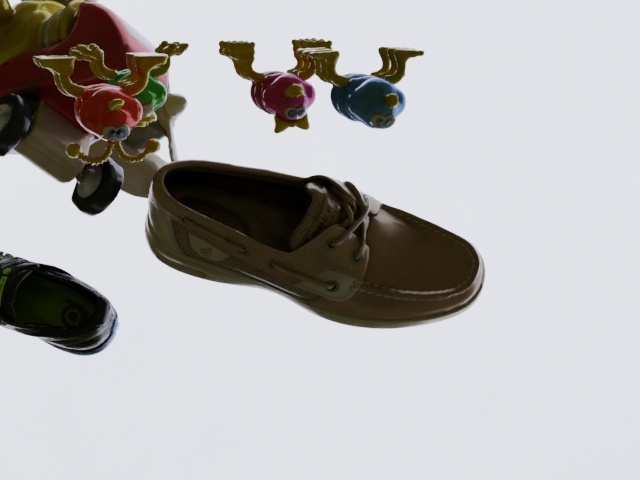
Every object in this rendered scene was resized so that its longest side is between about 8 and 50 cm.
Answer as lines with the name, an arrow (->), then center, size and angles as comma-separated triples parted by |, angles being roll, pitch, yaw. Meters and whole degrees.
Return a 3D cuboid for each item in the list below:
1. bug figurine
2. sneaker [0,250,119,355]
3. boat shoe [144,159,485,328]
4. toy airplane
bug figurine -> -0.072, -0.109, 0.943 | 0.278, 0.216, 0.072 | -4, -76, -15
sneaker -> -0.236, 0.031, 0.918 | 0.188, 0.078, 0.067 | 18, -112, -6
boat shoe -> 0.000, 0.000, 1.213 | 0.341, 0.110, 0.122 | 10, -119, -5
toy airplane -> -0.321, -0.182, 1.312 | 0.384, 0.386, 0.273 | 21, -106, 2
